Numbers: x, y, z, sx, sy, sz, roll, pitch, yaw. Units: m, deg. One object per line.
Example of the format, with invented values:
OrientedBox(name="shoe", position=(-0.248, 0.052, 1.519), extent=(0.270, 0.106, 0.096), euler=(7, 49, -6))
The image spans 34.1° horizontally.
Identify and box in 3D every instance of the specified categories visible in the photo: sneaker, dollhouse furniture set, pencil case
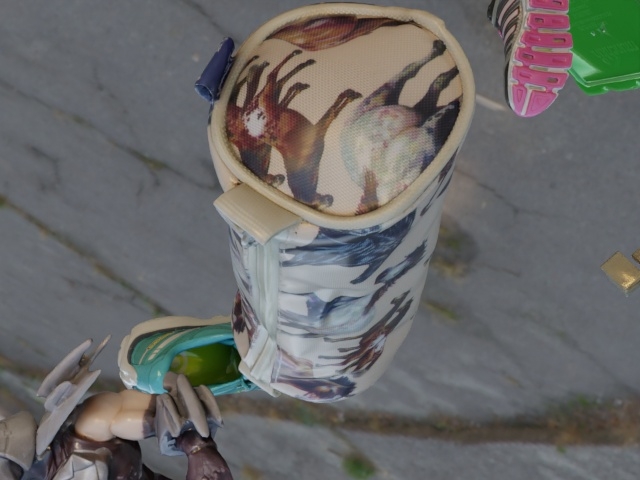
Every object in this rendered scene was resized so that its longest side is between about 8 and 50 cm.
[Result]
OrientedBox(name="sneaker", position=(-0.072, 0.124, 1.101), extent=(0.275, 0.107, 0.110), euler=(-10, -170, -28))
OrientedBox(name="sneaker", position=(0.197, -0.201, 0.997), extent=(0.063, 0.170, 0.075), euler=(3, 179, -20))
OrientedBox(name="dollhouse furniture set", position=(0.526, 0.027, 1.507), extent=(0.161, 0.182, 0.101), euler=(49, -178, 32))
OrientedBox(name="pencil case", position=(0.000, 0.000, 0.785), extent=(0.160, 0.184, 0.410), euler=(49, 163, 18))

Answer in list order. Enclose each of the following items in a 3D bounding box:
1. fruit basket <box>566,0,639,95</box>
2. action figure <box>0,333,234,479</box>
OrientedBox(name="fruit basket", position=(0.413, -0.365, 1.153), extent=(0.283, 0.392, 0.392), euler=(45, 158, -11))
OrientedBox(name="action figure", position=(-0.074, 0.158, 0.568), extent=(0.285, 0.099, 0.185), euler=(25, 124, -19))
